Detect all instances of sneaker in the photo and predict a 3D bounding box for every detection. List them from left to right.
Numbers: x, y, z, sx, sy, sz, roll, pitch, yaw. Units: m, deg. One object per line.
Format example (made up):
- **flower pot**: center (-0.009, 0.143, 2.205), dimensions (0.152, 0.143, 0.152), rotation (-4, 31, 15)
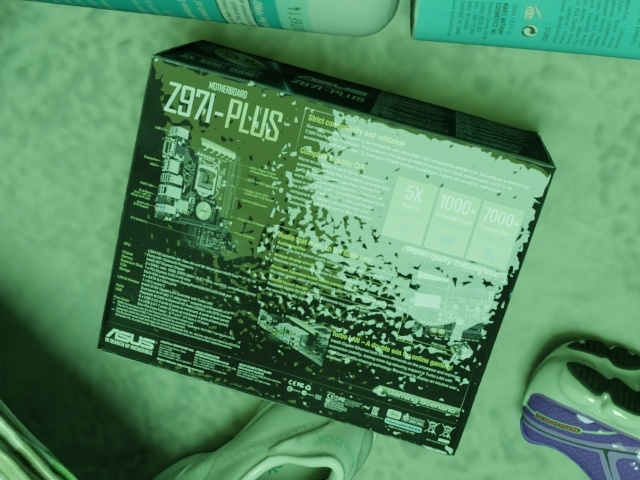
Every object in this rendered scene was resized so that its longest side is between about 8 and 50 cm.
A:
- **sneaker**: center (-0.055, 0.157, 0.478), dimensions (0.080, 0.094, 0.212), rotation (40, 109, -6)
- **sneaker**: center (0.183, 0.112, 0.454), dimensions (0.170, 0.068, 0.071), rotation (27, 125, 9)

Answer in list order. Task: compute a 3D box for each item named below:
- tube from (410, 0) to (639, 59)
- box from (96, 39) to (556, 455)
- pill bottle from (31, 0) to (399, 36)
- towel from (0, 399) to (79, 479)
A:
- **tube**: center (0.144, -0.111, 0.391), dimensions (0.207, 0.052, 0.080), rotation (3, 112, 2)
- **box**: center (0.000, 0.000, 0.429), dimensions (0.180, 0.077, 0.147), rotation (15, 109, 4)
- **pill bottle**: center (-0.092, -0.166, 0.351), dimensions (0.264, 0.146, 0.146), rotation (7, 108, 4)
- **towel**: center (-0.197, 0.159, 0.485), dimensions (0.325, 0.038, 0.248), rotation (43, 129, -3)
